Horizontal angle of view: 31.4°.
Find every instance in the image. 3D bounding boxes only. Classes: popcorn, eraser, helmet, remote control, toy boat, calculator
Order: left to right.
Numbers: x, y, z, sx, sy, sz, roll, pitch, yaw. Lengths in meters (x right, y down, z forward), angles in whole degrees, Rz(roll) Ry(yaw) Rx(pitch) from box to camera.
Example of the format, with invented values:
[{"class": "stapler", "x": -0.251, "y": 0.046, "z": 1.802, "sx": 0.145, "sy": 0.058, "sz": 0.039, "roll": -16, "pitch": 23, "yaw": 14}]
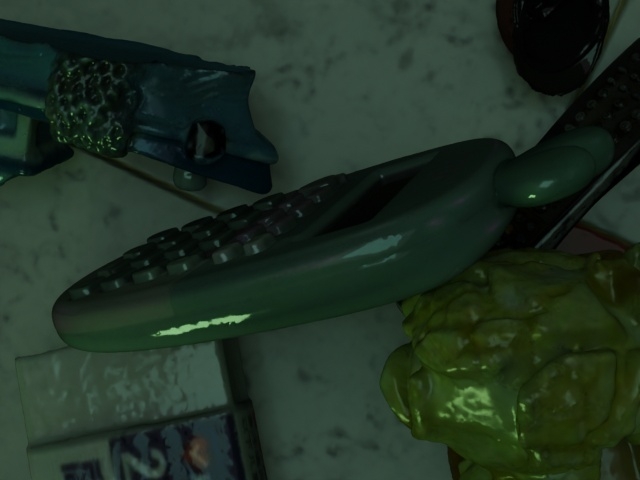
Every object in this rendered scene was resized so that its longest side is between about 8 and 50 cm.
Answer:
[{"class": "toy boat", "x": -0.139, "y": -0.068, "z": 0.648, "sx": 0.238, "sy": 0.109, "sz": 0.098, "roll": 11, "pitch": 108, "yaw": 10}, {"class": "eraser", "x": -0.090, "y": 0.156, "z": 0.640, "sx": 0.124, "sy": 0.068, "sz": 0.210, "roll": -12, "pitch": 85, "yaw": 8}, {"class": "calculator", "x": 0.000, "y": 0.000, "z": 0.572, "sx": 0.299, "sy": 0.185, "sz": 0.041, "roll": -14, "pitch": 102, "yaw": 22}, {"class": "popcorn", "x": 0.102, "y": 0.058, "z": 0.550, "sx": 0.162, "sy": 0.141, "sz": 0.135, "roll": -53, "pitch": 47, "yaw": 16}, {"class": "helmet", "x": 0.125, "y": -0.128, "z": 0.642, "sx": 0.065, "sy": 0.049, "sz": 0.084, "roll": -4, "pitch": 114, "yaw": -27}, {"class": "remote control", "x": 0.128, "y": -0.025, "z": 0.637, "sx": 0.212, "sy": 0.028, "sz": 0.059, "roll": -46, "pitch": 44, "yaw": 2}]

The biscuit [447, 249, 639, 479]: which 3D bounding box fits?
[{"class": "biscuit", "x": 0.171, "y": 0.131, "z": 0.605, "sx": 0.203, "sy": 0.041, "sz": 0.260, "roll": -13, "pitch": 77, "yaw": 14}]
